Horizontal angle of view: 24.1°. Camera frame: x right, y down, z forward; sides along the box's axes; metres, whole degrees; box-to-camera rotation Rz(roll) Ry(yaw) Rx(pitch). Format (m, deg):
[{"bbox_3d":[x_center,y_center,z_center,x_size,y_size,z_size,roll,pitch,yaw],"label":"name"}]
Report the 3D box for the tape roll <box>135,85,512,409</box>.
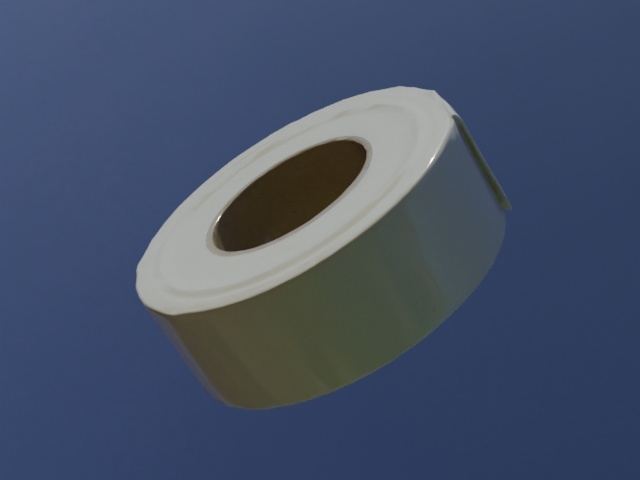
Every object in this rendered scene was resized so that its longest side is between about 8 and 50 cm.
[{"bbox_3d":[0.000,0.000,1.170,0.286,0.286,0.100,-19,-64,29],"label":"tape roll"}]
